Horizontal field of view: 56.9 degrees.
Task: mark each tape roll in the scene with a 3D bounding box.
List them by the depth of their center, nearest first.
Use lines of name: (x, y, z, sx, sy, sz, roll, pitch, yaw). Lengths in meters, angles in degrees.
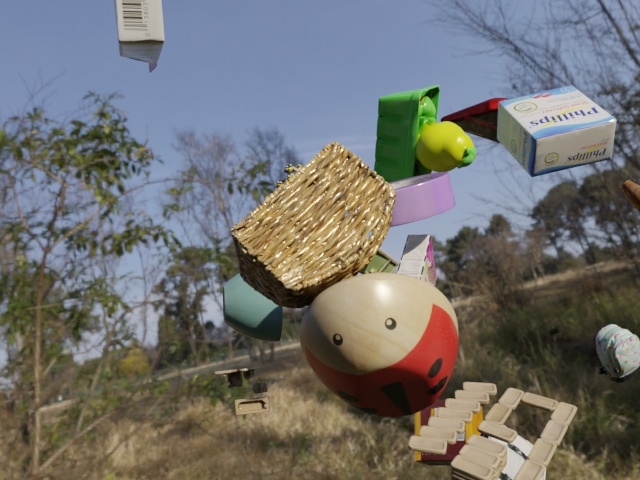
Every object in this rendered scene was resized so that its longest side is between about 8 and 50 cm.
tape roll: (0.213, -0.106, 1.567, 0.274, 0.090, 0.275, -14, 9, 2)

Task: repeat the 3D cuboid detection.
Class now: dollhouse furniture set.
dollhouse furniture set: (-0.258, 0.505, 1.974, 0.144, 0.151, 0.123, -8, -13, 9)

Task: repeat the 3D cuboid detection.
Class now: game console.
game console: (0.758, -0.502, 2.500, 0.386, 0.060, 0.342, 10, -5, -31)

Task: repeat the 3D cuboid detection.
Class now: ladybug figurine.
ladybug figurine: (0.130, 0.227, 1.154, 0.305, 0.162, 0.449, -22, -38, 12)

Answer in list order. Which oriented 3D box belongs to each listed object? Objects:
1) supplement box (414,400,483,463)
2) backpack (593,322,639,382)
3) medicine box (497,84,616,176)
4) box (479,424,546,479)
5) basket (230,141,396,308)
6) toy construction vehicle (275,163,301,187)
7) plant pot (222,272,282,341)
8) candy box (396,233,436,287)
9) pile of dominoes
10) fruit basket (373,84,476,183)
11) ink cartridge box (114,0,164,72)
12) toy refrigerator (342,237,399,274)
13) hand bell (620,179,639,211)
supplement box: (0.424, 0.636, 1.949, 0.194, 0.191, 0.129, -12, -30, 30)
backpack: (0.969, 0.356, 1.912, 0.152, 0.182, 0.115, -38, 23, -14)
medicine box: (0.753, -0.359, 1.919, 0.263, 0.289, 0.149, -13, -54, -2)
box: (0.461, 0.586, 1.467, 0.087, 0.169, 0.290, -62, -13, 22)
basket: (0.000, 0.000, 1.170, 0.299, 0.213, 0.223, -43, -16, -20)
toy construction vehicle: (-0.110, -0.226, 2.101, 0.098, 0.035, 0.086, -29, -32, -53)
plant pot: (-0.253, 0.224, 2.142, 0.195, 0.290, 0.290, -1, -17, -12)
candy box: (0.258, 0.110, 1.583, 0.071, 0.159, 0.233, -1, 33, 20)
pile of dominoes: (0.280, 0.315, 0.956, 0.196, 0.040, 0.251, 11, 22, 36)
fruit basket: (0.382, -0.346, 2.068, 0.392, 0.392, 0.283, -23, 6, 32)
ink cartridge box: (-0.393, -0.532, 1.231, 0.091, 0.308, 0.385, -6, 8, -20)
toy refrigerator: (0.171, 0.067, 1.963, 0.102, 0.094, 0.269, -51, -25, 3)
hand bell: (0.647, -0.019, 1.080, 0.126, 0.242, 0.126, -35, -20, -14)
